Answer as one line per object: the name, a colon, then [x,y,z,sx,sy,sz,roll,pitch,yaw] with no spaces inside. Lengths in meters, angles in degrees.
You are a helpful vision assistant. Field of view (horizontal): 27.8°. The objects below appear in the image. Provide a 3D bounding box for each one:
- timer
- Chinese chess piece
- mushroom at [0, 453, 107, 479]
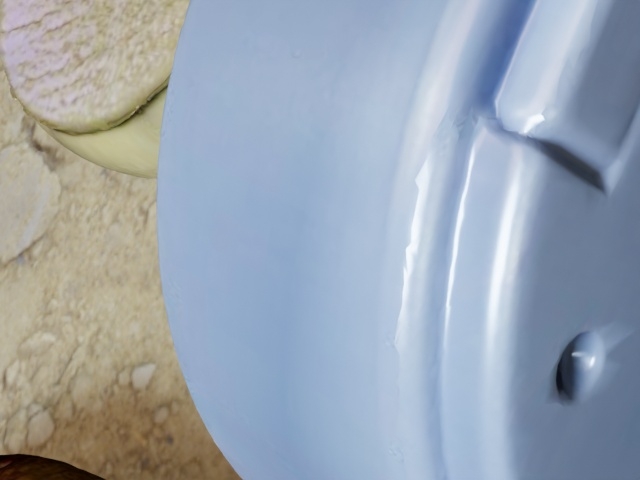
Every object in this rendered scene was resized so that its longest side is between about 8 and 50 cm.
timer: [0.105,-0.014,0.476,0.173,0.395,0.395,22,88,42]
Chinese chess piece: [-0.101,-0.176,0.882,0.270,0.112,0.270,-16,63,36]
mushroom: [-0.176,0.283,0.718,0.345,0.239,0.345,-8,61,15]
